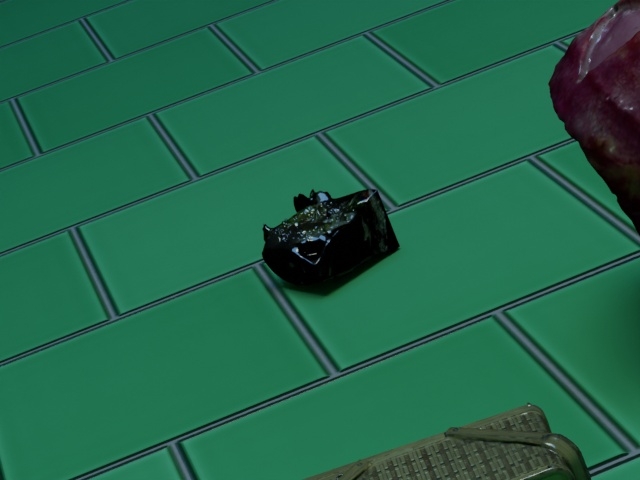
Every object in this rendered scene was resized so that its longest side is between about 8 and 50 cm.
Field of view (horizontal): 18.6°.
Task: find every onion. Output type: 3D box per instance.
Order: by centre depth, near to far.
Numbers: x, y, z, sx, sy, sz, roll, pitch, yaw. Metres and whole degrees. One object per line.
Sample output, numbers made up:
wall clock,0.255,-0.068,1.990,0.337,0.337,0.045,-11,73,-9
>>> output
onion,0.293,-0.065,1.239,0.230,0.256,0.272,-27,42,18

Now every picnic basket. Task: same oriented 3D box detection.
picnic basket,0.068,0.168,1.024,0.164,0.115,0.079,-19,23,0

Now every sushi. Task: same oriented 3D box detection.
sushi,0.000,0.000,1.555,0.084,0.056,0.083,10,42,47
